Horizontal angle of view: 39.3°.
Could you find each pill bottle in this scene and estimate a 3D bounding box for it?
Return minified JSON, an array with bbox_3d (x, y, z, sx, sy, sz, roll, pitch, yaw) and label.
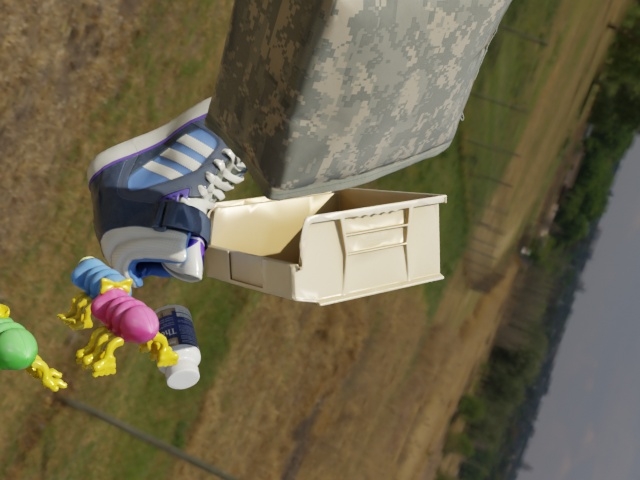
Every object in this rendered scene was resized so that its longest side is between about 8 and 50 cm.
[{"bbox_3d":[-0.219,0.162,1.356,0.067,0.067,0.120,96,-20,-48],"label":"pill bottle"}]

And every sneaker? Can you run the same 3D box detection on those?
[{"bbox_3d":[-0.164,-0.057,1.269,0.322,0.236,0.130,-23,156,1],"label":"sneaker"}]

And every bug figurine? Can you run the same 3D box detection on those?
[{"bbox_3d":[-0.256,0.064,0.809,0.279,0.216,0.072,-5,109,-44],"label":"bug figurine"}]

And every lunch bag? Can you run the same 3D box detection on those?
[{"bbox_3d":[0.056,-0.192,0.899,0.286,0.169,0.235,-12,137,-35],"label":"lunch bag"}]

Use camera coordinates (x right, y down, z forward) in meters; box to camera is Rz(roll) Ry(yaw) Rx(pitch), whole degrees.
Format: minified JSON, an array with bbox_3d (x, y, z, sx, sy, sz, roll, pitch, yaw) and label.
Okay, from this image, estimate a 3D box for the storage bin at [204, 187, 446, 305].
[{"bbox_3d":[0.000,0.000,1.300,0.260,0.262,0.123,-9,101,-34],"label":"storage bin"}]
